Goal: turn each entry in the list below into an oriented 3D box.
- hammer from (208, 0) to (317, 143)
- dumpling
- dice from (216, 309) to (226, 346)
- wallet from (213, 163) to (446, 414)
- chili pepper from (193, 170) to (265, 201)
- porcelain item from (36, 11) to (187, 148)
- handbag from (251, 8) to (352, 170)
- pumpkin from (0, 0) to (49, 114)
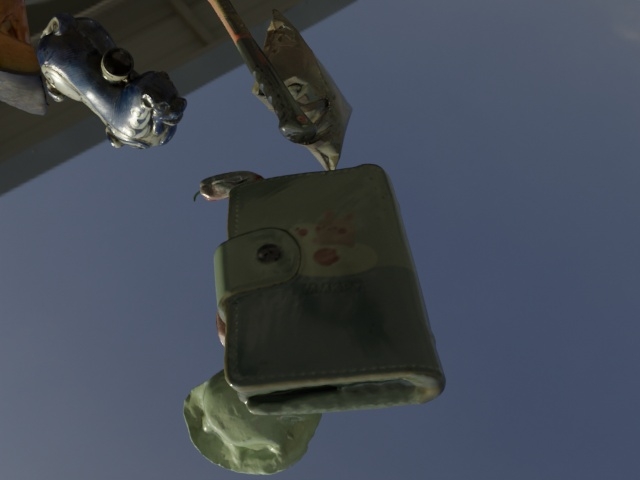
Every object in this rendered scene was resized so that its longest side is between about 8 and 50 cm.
[{"bbox_3d":[-0.086,-0.226,0.781,0.111,0.033,0.287,-16,-116,-29],"label":"hammer"},{"bbox_3d":[-0.103,0.239,0.943,0.219,0.108,0.152,-17,-135,18],"label":"dumpling"},{"bbox_3d":[-0.141,0.160,1.291,0.094,0.091,0.093,-17,-120,12],"label":"dice"},{"bbox_3d":[-0.005,0.039,0.829,0.252,0.083,0.360,-5,-134,-5],"label":"wallet"},{"bbox_3d":[-0.184,-0.109,1.327,0.153,0.050,0.041,-11,-171,15],"label":"chili pepper"},{"bbox_3d":[-0.377,-0.288,1.214,0.288,0.186,0.138,44,-121,-12],"label":"porcelain item"},{"bbox_3d":[-0.027,-0.248,1.184,0.117,0.270,0.182,-6,-126,31],"label":"handbag"},{"bbox_3d":[-0.327,-0.208,0.601,0.130,0.149,0.254,-9,-111,-26],"label":"pumpkin"}]
